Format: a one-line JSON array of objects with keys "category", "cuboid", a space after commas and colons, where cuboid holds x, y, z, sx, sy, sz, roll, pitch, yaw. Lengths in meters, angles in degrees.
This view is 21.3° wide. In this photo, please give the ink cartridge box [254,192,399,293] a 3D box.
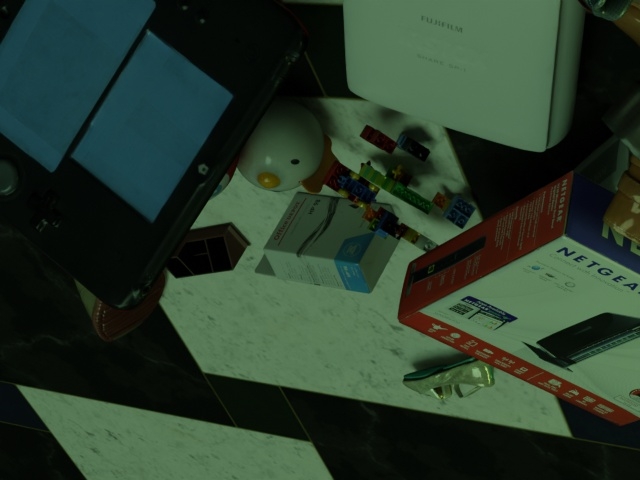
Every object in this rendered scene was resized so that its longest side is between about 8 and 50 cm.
[{"category": "ink cartridge box", "cuboid": [0.000, 0.000, 2.185, 0.180, 0.104, 0.060, 8, 142, 30]}]

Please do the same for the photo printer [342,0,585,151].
[{"category": "photo printer", "cuboid": [0.144, -0.244, 1.724, 0.256, 0.107, 0.307, 20, 147, 16]}]

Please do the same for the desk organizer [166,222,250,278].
[{"category": "desk organizer", "cuboid": [-0.165, 0.016, 2.392, 0.130, 0.050, 0.047, -9, 131, 46]}]

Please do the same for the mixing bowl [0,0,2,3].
[{"category": "mixing bowl", "cuboid": [-0.306, -0.268, 2.030, 0.181, 0.181, 0.098, 43, -170, -20]}]

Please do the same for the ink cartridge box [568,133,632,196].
[{"category": "ink cartridge box", "cuboid": [0.436, 0.022, 1.920, 0.385, 0.091, 0.308, 19, 150, -15]}]

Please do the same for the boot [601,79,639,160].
[{"category": "boot", "cuboid": [0.441, -0.128, 1.574, 0.280, 0.096, 0.264, -43, 105, 11]}]

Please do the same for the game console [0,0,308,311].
[{"category": "game console", "cuboid": [-0.235, -0.167, 1.893, 0.342, 0.386, 0.060, 39, -165, 22]}]

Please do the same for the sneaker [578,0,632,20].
[{"category": "sneaker", "cuboid": [0.336, -0.265, 1.485, 0.262, 0.125, 0.104, -19, 158, 40]}]

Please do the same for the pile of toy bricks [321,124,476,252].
[{"category": "pile of toy bricks", "cuboid": [0.085, -0.066, 2.051, 0.212, 0.118, 0.105, 32, -179, -34]}]

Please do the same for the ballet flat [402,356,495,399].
[{"category": "ballet flat", "cuboid": [0.176, 0.197, 2.357, 0.168, 0.057, 0.052, -21, 87, 51]}]

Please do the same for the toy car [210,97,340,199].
[{"category": "toy car", "cuboid": [-0.082, -0.109, 2.032, 0.238, 0.210, 0.219, 21, 138, -9]}]

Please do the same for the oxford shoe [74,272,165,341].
[{"category": "oxford shoe", "cuboid": [-0.314, 0.027, 2.504, 0.130, 0.123, 0.348, 47, 156, 23]}]

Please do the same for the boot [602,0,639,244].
[{"category": "boot", "cuboid": [0.342, -0.109, 1.671, 0.283, 0.109, 0.220, 30, 112, -20]}]

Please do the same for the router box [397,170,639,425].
[{"category": "router box", "cuboid": [0.306, 0.076, 1.888, 0.335, 0.082, 0.301, 26, 149, -22]}]
